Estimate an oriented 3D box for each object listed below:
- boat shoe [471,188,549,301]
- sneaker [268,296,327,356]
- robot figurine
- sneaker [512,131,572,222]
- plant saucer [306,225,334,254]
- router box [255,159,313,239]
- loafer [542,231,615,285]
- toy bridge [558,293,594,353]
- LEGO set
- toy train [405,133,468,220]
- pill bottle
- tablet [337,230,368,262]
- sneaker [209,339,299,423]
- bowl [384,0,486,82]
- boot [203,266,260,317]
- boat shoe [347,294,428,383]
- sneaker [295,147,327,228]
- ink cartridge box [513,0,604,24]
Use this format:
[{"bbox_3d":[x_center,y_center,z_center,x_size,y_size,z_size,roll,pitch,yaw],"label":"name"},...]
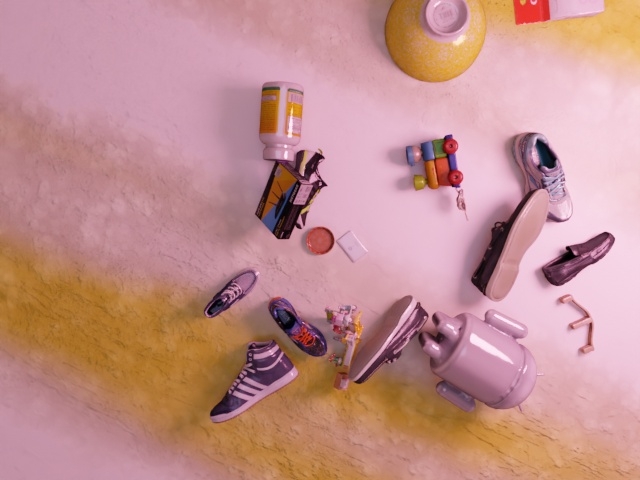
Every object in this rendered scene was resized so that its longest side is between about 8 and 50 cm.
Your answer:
[{"bbox_3d":[0.532,0.001,1.551,0.127,0.113,0.339,10,104,-36],"label":"boat shoe"},{"bbox_3d":[-0.070,0.260,1.570,0.221,0.087,0.083,42,93,-3],"label":"sneaker"},{"bbox_3d":[0.452,0.338,1.525,0.354,0.200,0.299,32,102,-3],"label":"robot figurine"},{"bbox_3d":[0.634,-0.175,1.532,0.110,0.122,0.282,-28,94,1],"label":"sneaker"},{"bbox_3d":[0.000,0.000,1.589,0.084,0.013,0.083,0,93,-1],"label":"plant saucer"},{"bbox_3d":[-0.104,-0.111,1.499,0.133,0.046,0.178,45,122,37],"label":"router box"},{"bbox_3d":[0.746,0.042,1.571,0.223,0.076,0.078,-38,101,5],"label":"loafer"},{"bbox_3d":[0.774,0.244,1.611,0.063,0.026,0.188,-25,94,0],"label":"toy bridge"},{"bbox_3d":[0.051,0.290,1.570,0.107,0.132,0.286,15,123,18],"label":"LEGO set"},{"bbox_3d":[0.330,-0.166,1.545,0.144,0.105,0.247,-9,94,10],"label":"toy train"},{"bbox_3d":[-0.111,-0.327,1.514,0.118,0.117,0.208,4,94,-1],"label":"pill bottle"},{"bbox_3d":[0.094,0.018,1.596,0.054,0.006,0.083,-38,93,2],"label":"tablet"},{"bbox_3d":[-0.220,0.397,1.569,0.282,0.099,0.153,-30,99,-6],"label":"sneaker"},{"bbox_3d":[0.329,-0.594,1.483,0.290,0.156,0.289,0,94,-1],"label":"bowl"},{"bbox_3d":[-0.251,0.153,1.560,0.190,0.086,0.069,-44,93,2],"label":"boot"},{"bbox_3d":[0.198,0.296,1.541,0.091,0.114,0.302,44,79,-13],"label":"boat shoe"},{"bbox_3d":[-0.028,-0.147,1.544,0.097,0.084,0.234,4,94,-3],"label":"sneaker"},{"bbox_3d":[0.668,-0.719,1.530,0.233,0.066,0.188,-7,94,-4],"label":"ink cartridge box"}]
